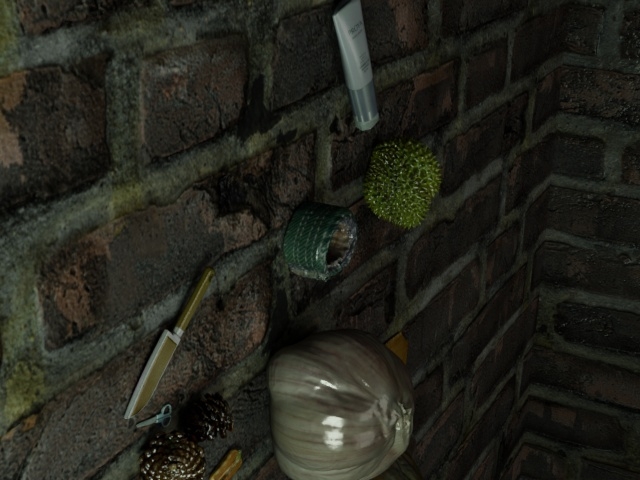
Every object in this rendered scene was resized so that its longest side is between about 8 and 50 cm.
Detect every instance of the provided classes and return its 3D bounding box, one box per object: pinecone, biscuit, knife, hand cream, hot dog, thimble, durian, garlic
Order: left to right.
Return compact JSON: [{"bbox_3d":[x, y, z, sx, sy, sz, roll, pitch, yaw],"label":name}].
[{"bbox_3d":[-0.222,0.145,1.442,0.256,0.022,0.046,-64,158,-19],"label":"knife"},{"bbox_3d":[-0.217,0.337,1.461,0.102,0.102,0.109,-57,157,-37],"label":"pinecone"},{"bbox_3d":[-0.176,0.278,1.542,0.083,0.077,0.077,-14,115,-33],"label":"pinecone"},{"bbox_3d":[-0.161,0.385,1.670,0.083,0.021,0.037,-44,118,-45],"label":"hot dog"},{"bbox_3d":[0.001,-0.003,1.755,0.135,0.090,0.119,-51,141,-40],"label":"thimble"},{"bbox_3d":[0.039,0.303,1.772,0.317,0.259,0.318,10,90,-69],"label":"garlic"},{"bbox_3d":[0.064,-0.319,1.795,0.079,0.048,0.255,-53,144,-39],"label":"hand cream"},{"bbox_3d":[0.151,0.336,2.287,0.237,0.013,0.232,-27,124,-59],"label":"biscuit"},{"bbox_3d":[0.165,-0.111,1.975,0.159,0.146,0.198,-26,119,-56],"label":"durian"}]

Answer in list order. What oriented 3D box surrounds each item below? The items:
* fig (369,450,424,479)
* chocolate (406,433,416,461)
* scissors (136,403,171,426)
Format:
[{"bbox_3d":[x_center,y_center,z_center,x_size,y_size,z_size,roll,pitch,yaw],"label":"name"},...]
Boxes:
[{"bbox_3d":[0.147,0.549,1.985,0.286,0.368,0.286,-17,112,-50],"label":"fig"},{"bbox_3d":[0.170,0.546,2.335,0.261,0.083,0.161,-14,112,-61],"label":"chocolate"},{"bbox_3d":[-0.246,0.265,1.464,0.083,0.006,0.036,-6,104,-63],"label":"scissors"}]
